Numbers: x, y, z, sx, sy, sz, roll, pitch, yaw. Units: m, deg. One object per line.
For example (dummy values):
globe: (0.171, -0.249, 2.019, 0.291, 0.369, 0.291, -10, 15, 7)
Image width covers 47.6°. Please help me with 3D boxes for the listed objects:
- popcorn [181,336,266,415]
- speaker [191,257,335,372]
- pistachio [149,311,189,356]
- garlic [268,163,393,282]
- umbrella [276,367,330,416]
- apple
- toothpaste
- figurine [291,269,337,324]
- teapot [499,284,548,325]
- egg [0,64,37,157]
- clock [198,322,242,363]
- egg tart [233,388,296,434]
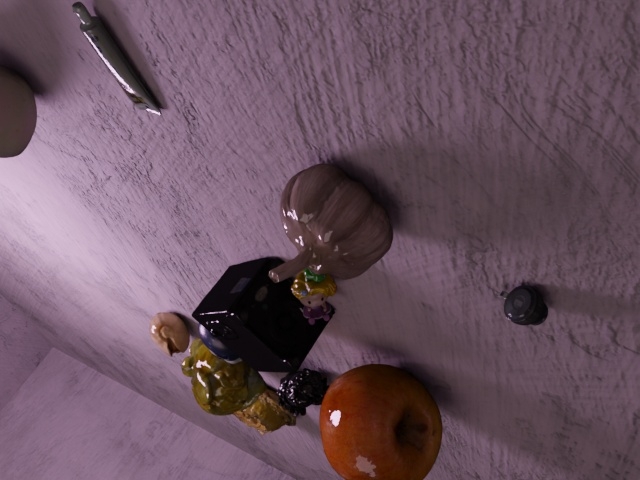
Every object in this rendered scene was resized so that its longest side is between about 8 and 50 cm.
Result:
popcorn: (-0.309, 0.403, 2.261, 0.225, 0.277, 0.276, 7, 174, -39)
speaker: (-0.136, 0.185, 1.727, 0.232, 0.184, 0.254, 44, 153, -19)
pistachio: (-0.500, 0.308, 2.428, 0.200, 0.117, 0.145, 72, 173, -61)
garlic: (0.000, 0.000, 1.235, 0.218, 0.212, 0.219, 32, 156, 16)
umbrella: (-0.076, 0.460, 2.161, 0.336, 0.154, 0.128, -40, 65, 62)
apple: (0.131, 0.443, 1.730, 0.275, 0.299, 0.299, -15, 127, 44)
toothpaste: (-0.367, -0.321, 1.309, 0.067, 0.037, 0.255, 16, 152, 32)
figurine: (-0.019, 0.090, 1.559, 0.156, 0.094, 0.115, 78, 169, -49)
teapot: (0.340, 0.110, 1.211, 0.057, 0.066, 0.088, 29, -178, -31)
egg: (-0.715, -0.308, 1.584, 0.206, 0.162, 0.271, 16, -152, -44)
clock: (-0.257, 0.263, 2.044, 0.199, 0.147, 0.243, 33, 161, 11)
egg tart: (-0.229, 0.596, 2.587, 0.314, 0.120, 0.315, 25, 152, 14)
